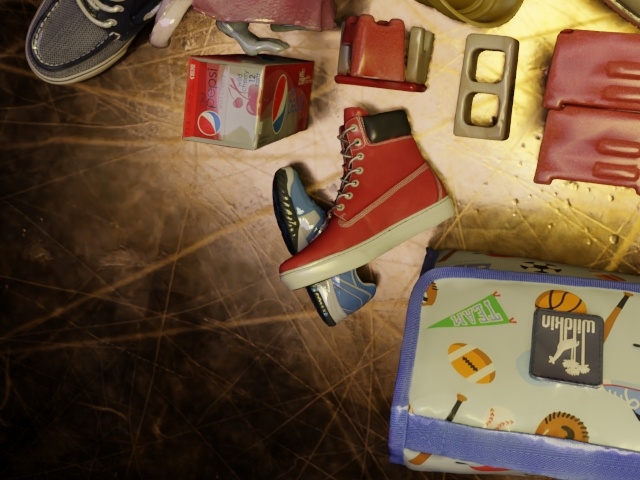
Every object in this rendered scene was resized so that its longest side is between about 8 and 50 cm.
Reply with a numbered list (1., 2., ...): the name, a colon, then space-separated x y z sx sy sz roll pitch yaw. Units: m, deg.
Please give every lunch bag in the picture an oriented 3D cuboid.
1. lunch bag: 0.247 0.145 1.005 0.327 0.385 0.239 7 103 10

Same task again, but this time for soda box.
1. soda box: -0.075 -0.164 1.060 0.083 0.263 0.092 9 103 9

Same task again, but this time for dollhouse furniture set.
1. dollhouse furniture set: 0.180 -0.152 1.016 0.374 0.201 0.152 9 99 18

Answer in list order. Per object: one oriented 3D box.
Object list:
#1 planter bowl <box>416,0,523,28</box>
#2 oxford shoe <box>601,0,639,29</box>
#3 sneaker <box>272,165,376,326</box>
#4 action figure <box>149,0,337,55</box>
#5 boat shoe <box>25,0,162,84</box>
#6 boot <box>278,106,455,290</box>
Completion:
1. planter bowl: 0.136 -0.334 1.053 0.090 0.217 0.217 -11 102 48
2. oxford shoe: 0.444 -0.260 0.951 0.348 0.130 0.123 19 82 6
3. sneaker: 0.000 0.000 1.188 0.081 0.080 0.211 -24 98 -8
4. action figure: -0.054 -0.399 0.977 0.275 0.248 0.370 -4 114 -10
5. boat shoe: -0.252 -0.313 1.116 0.340 0.158 0.127 -40 92 15
6. boot: 0.027 -0.058 1.115 0.244 0.088 0.176 -30 95 -24
